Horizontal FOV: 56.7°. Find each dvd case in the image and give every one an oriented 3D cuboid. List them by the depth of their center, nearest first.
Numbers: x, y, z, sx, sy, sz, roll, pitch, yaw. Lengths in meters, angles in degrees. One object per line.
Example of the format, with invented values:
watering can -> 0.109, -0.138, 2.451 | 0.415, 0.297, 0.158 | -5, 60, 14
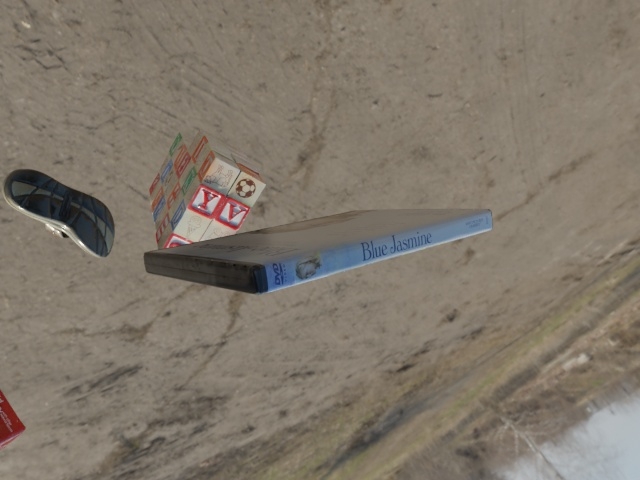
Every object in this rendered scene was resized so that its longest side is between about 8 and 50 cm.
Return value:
dvd case -> 0.000, 0.000, 0.515 | 0.253, 0.022, 0.180 | -13, -169, -38

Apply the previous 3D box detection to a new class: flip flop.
flip flop -> -0.530, -0.053, 1.211 | 0.080, 0.112, 0.277 | -6, 154, 30

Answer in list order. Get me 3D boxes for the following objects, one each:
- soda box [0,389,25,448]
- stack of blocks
soda box -> -0.625, 0.249, 1.010 | 0.083, 0.263, 0.092 | -37, 174, 25
stack of blocks -> -0.202, -0.089, 0.992 | 0.087, 0.297, 0.171 | 26, 103, -28
